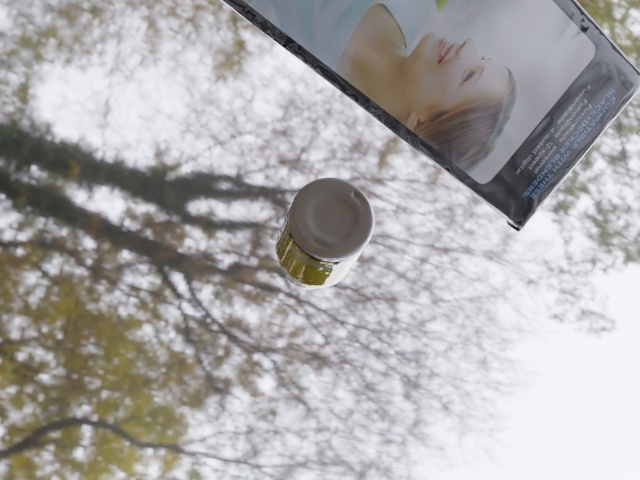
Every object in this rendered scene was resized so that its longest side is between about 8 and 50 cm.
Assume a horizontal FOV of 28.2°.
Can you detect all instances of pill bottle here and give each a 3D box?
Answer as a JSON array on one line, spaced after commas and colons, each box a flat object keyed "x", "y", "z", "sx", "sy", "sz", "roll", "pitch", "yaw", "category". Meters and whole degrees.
[{"x": 0.000, "y": 0.000, "z": 0.983, "sx": 0.116, "sy": 0.065, "sz": 0.065, "roll": 117, "pitch": -25, "yaw": -69, "category": "pill bottle"}]

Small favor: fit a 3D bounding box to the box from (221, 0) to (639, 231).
[{"x": -0.014, "y": -0.129, "z": 0.493, "sx": 0.087, "sy": 0.290, "sz": 0.169, "roll": -51, "pitch": -135, "yaw": 7, "category": "box"}]
